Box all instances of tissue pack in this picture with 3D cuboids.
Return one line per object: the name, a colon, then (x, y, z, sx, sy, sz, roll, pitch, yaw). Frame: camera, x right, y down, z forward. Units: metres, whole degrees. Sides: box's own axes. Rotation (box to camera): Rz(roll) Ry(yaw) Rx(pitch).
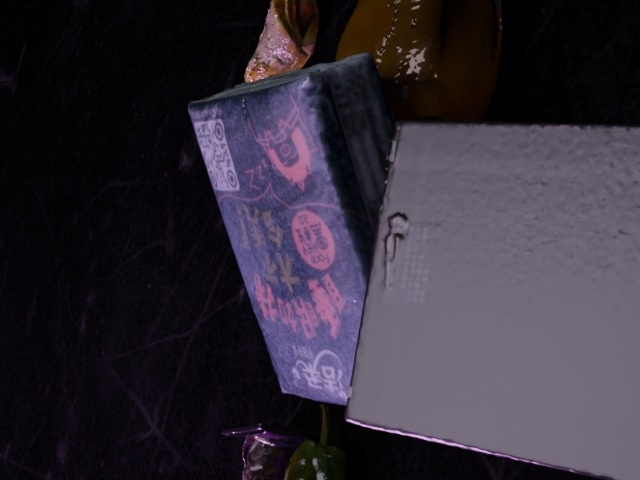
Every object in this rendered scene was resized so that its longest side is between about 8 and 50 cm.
tissue pack: (0.000, 0.000, 0.973, 0.228, 0.103, 0.315, 2, 113, 58)

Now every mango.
mango: (0.089, -0.197, 0.989, 0.151, 0.156, 0.248, 83, -175, -71)

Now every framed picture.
framed picture: (0.180, 0.038, 0.767, 0.339, 0.014, 0.255, 6, 83, 34)

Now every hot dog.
hot dog: (-0.038, -0.241, 1.273, 0.061, 0.078, 0.168, 42, 121, 37)

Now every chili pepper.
chili pepper: (-0.004, 0.254, 1.043, 0.073, 0.072, 0.203, -30, 55, 52)

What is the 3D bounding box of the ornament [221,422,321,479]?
ornament: (-0.063, 0.296, 1.112, 0.081, 0.088, 0.203, -11, 72, 57)
